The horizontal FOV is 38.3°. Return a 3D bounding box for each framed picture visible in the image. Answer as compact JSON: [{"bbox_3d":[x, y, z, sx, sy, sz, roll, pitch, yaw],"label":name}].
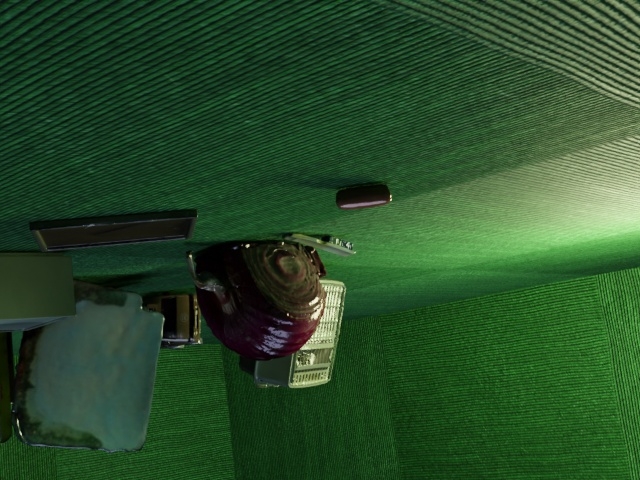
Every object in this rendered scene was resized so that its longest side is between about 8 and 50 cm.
[{"bbox_3d":[-0.324,-0.014,1.460,0.250,0.016,0.184,-6,170,-11],"label":"framed picture"}]

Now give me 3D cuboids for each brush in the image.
[{"bbox_3d":[0.000,0.001,1.772,0.033,0.030,0.179,-6,164,44],"label":"brush"}]

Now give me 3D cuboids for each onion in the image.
[{"bbox_3d":[-0.122,0.122,1.809,0.273,0.230,0.256,-12,173,-18],"label":"onion"}]

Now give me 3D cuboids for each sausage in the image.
[{"bbox_3d":[0.064,-0.065,1.382,0.083,0.034,0.034,-7,171,0],"label":"sausage"}]

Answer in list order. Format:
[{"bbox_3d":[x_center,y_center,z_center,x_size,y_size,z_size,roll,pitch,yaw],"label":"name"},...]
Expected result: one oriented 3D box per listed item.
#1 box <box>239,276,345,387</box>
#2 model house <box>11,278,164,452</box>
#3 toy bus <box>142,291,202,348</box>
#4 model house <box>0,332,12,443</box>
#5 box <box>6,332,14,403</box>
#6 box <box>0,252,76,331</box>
[{"bbox_3d":[-0.067,0.206,2.176,0.166,0.290,0.221,11,-178,34],"label":"box"},{"bbox_3d":[-0.547,0.260,2.077,0.298,0.360,0.339,8,178,-23],"label":"model house"},{"bbox_3d":[-0.414,0.214,2.431,0.157,0.139,0.289,3,171,-25],"label":"toy bus"},{"bbox_3d":[-0.707,0.257,1.783,0.243,0.357,0.313,-1,179,-27],"label":"model house"},{"bbox_3d":[-0.784,0.261,2.092,0.159,0.240,0.071,-2,170,-33],"label":"box"},{"bbox_3d":[-0.585,0.096,1.622,0.225,0.117,0.225,0,169,-40],"label":"box"}]
